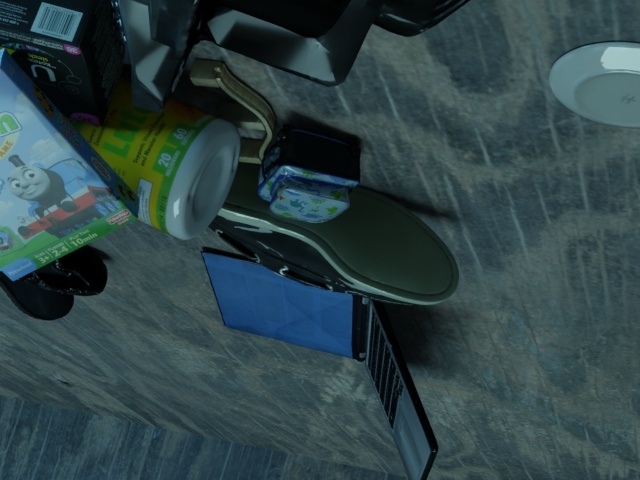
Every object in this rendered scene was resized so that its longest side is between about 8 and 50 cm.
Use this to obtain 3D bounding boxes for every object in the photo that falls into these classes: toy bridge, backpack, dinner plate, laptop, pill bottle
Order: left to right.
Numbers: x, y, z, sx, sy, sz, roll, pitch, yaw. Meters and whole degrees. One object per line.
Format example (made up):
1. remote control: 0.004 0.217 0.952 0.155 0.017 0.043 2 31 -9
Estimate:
1. pill bottle: -0.223 -0.107 1.198 0.245 0.136 0.136 23 161 13
2. toy bridge: -0.085 -0.137 1.206 0.063 0.026 0.188 7 157 16
3. backpack: -0.018 -0.068 1.239 0.105 0.084 0.114 11 163 -19
4. laptop: -0.002 0.224 1.783 0.236 0.408 0.382 -19 159 -6
5. dinner plate: 0.274 -0.132 0.989 0.141 0.017 0.141 12 159 5

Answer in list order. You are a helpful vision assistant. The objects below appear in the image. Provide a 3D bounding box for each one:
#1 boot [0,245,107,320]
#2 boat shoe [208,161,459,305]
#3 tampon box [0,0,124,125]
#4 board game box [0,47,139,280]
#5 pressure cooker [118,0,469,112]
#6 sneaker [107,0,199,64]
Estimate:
1. boot: -0.443 0.073 1.879 0.207 0.094 0.246 7 152 31
2. boat shoe: -0.002 0.003 1.340 0.340 0.127 0.113 19 148 -2
3. tampon box: -0.261 -0.200 1.063 0.120 0.101 0.161 15 159 2
4. board game box: -0.303 -0.066 1.073 0.160 0.039 0.211 -25 129 16
5. pressure cooker: -0.059 -0.268 0.382 0.420 0.376 0.370 19 156 -8
6. sneaker: -0.124 -0.235 0.956 0.097 0.084 0.235 -13 164 -22
